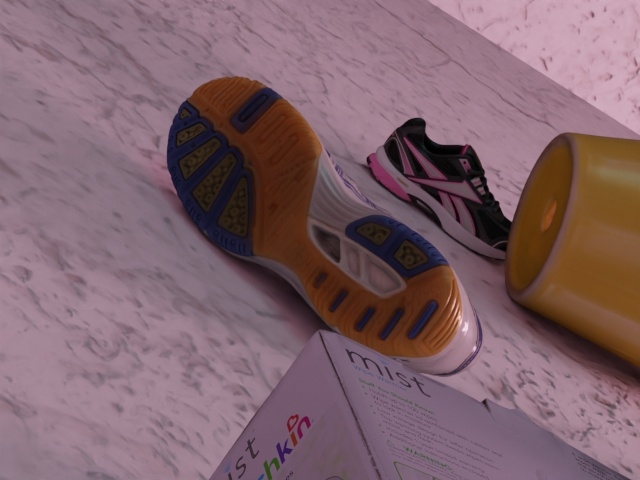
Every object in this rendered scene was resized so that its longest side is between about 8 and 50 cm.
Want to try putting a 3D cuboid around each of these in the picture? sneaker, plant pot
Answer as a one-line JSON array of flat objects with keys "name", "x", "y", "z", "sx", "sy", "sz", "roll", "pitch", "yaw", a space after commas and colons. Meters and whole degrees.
[{"name": "sneaker", "x": 0.000, "y": 0.000, "z": 1.273, "sx": 0.296, "sy": 0.112, "sz": 0.131, "roll": 47, "pitch": 2, "yaw": 30}, {"name": "plant pot", "x": 0.310, "y": 0.010, "z": 1.610, "sx": 0.239, "sy": 0.254, "sz": 0.254, "roll": 18, "pitch": 20, "yaw": -10}, {"name": "sneaker", "x": 0.135, "y": -0.051, "z": 1.684, "sx": 0.178, "sy": 0.077, "sz": 0.072, "roll": 34, "pitch": 17, "yaw": -9}]

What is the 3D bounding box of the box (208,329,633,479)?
[{"name": "box", "x": 0.094, "y": 0.189, "z": 0.840, "sx": 0.262, "sy": 0.127, "sz": 0.231, "roll": 27, "pitch": 18, "yaw": -26}]
